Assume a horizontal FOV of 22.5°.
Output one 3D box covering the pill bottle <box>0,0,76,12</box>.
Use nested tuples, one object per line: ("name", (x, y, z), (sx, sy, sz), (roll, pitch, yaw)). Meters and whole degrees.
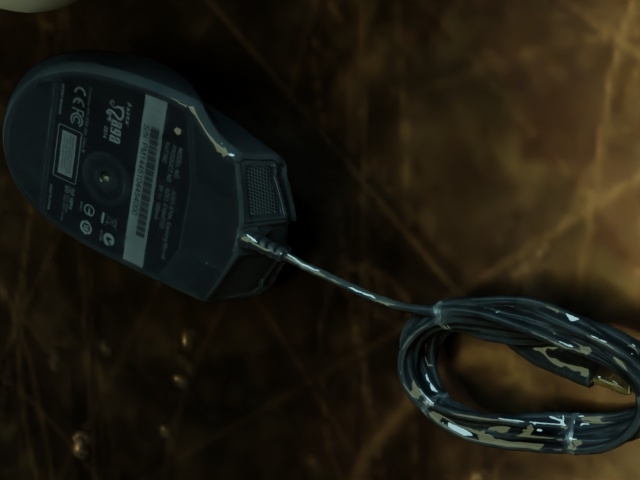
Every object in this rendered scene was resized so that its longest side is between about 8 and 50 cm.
("pill bottle", (-0.054, -0.139, 0.458), (0.180, 0.108, 0.108), (-28, 83, 51))

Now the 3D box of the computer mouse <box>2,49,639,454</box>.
("computer mouse", (0.000, 0.000, 0.508), (0.242, 0.041, 0.071), (27, 121, 20))
